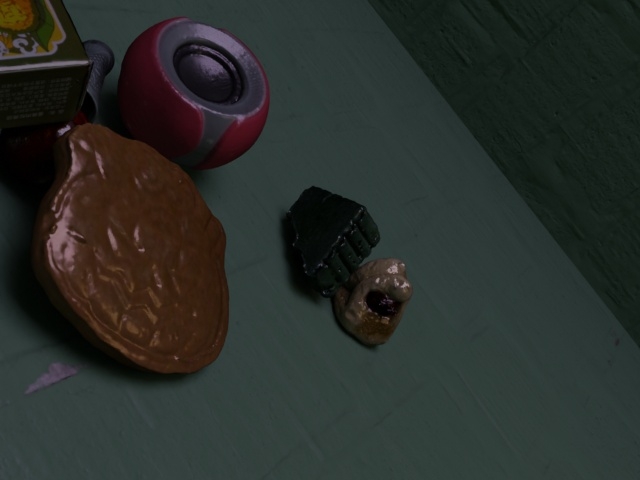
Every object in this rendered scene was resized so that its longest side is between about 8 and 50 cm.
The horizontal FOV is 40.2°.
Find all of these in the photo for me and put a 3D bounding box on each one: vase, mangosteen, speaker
[{"bbox_3d":[-0.434,-0.293,1.602,0.096,0.096,0.219,37,28,-23],"label":"vase"},{"bbox_3d":[-0.427,-0.132,1.389,0.146,0.181,0.156,-21,45,-17],"label":"mangosteen"},{"bbox_3d":[-0.248,-0.278,1.661,0.294,0.294,0.294,35,31,-25],"label":"speaker"}]

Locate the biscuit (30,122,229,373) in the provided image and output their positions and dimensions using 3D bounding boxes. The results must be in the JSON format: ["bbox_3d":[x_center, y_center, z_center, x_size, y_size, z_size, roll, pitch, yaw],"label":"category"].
[{"bbox_3d":[-0.267,0.019,1.344,0.385,0.062,0.365,36,45,-45],"label":"biscuit"}]

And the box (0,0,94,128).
[{"bbox_3d":[-0.584,-0.328,1.230,0.420,0.138,0.373,-14,65,-34],"label":"box"}]

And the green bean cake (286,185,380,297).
[{"bbox_3d":[0.000,0.000,1.826,0.208,0.193,0.107,27,-15,45],"label":"green bean cake"}]

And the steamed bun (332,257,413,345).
[{"bbox_3d":[0.122,0.111,1.826,0.141,0.155,0.172,32,32,-28],"label":"steamed bun"}]
